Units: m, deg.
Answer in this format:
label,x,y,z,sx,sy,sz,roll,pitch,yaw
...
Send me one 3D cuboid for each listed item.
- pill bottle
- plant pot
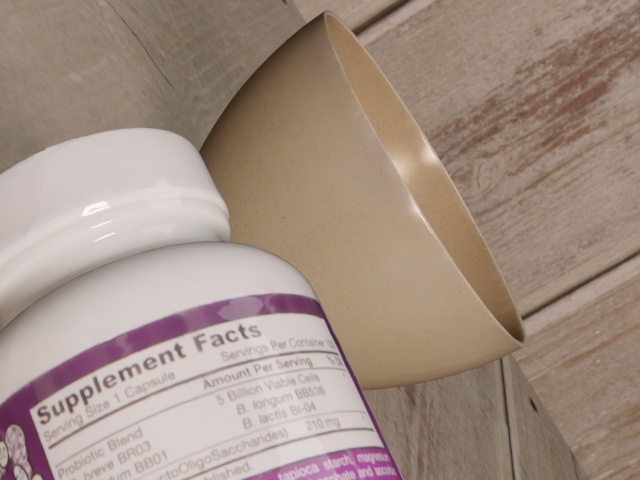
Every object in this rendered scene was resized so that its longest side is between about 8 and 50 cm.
label,x,y,z,sx,sy,sz,roll,pitch,yaw
pill bottle,-0.053,0.109,0.588,0.302,0.169,0.169,64,12,21
plant pot,0.000,0.000,1.025,0.284,0.191,0.284,56,11,-17
